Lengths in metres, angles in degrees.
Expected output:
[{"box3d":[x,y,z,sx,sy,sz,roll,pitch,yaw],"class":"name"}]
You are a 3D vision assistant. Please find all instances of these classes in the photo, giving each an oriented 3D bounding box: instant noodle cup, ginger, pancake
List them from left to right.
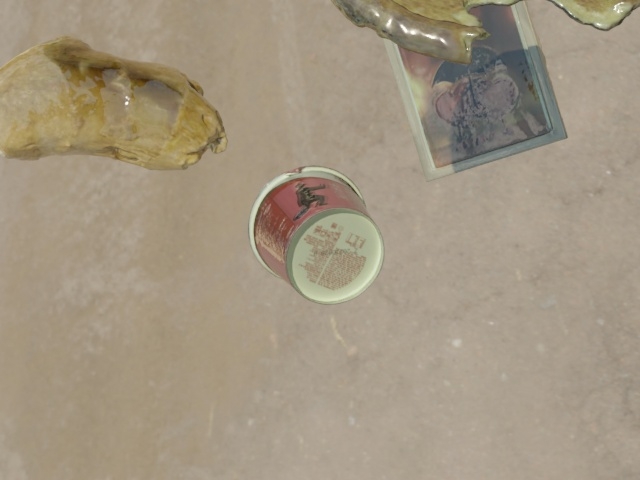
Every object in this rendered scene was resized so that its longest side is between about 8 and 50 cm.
[{"box3d":[-0.161,-0.093,0.623,0.068,0.190,0.095,113,158,-43],"class":"ginger"},{"box3d":[0.000,0.000,1.574,0.234,0.235,0.178,-66,23,13],"class":"instant noodle cup"},{"box3d":[0.134,-0.236,0.744,0.033,0.289,0.286,103,-177,-46],"class":"pancake"}]

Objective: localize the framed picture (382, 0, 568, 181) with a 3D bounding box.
[{"box3d":[0.197,-0.246,1.206,0.211,0.020,0.289,-16,92,32],"class":"framed picture"}]
